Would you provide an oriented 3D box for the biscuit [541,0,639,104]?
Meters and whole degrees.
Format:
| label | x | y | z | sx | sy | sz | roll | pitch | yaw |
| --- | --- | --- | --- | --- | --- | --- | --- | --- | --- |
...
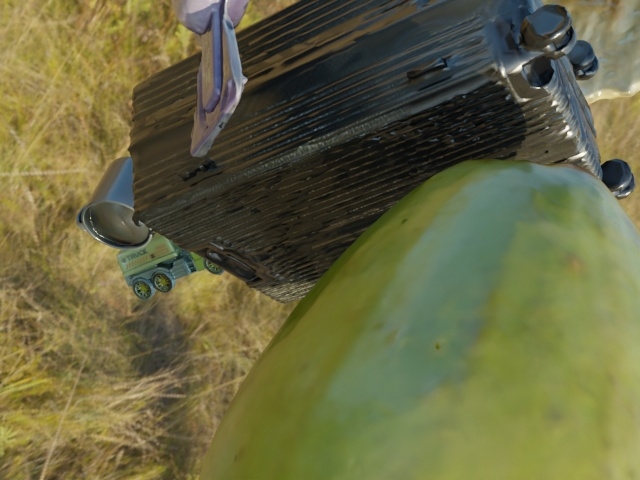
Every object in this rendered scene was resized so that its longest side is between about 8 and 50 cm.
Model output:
| label | x | y | z | sx | sy | sz | roll | pitch | yaw |
| --- | --- | --- | --- | --- | --- | --- | --- | --- | --- |
| biscuit | 0.338 | -0.265 | 1.040 | 0.040 | 0.309 | 0.204 | 29 | 54 | -53 |

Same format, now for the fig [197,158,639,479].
| label | x | y | z | sx | sy | sz | roll | pitch | yaw |
| --- | --- | --- | --- | --- | --- | --- | --- | --- | --- |
| fig | 0.079 | 0.109 | 0.402 | 0.258 | 0.258 | 0.326 | 28 | 77 | -26 |

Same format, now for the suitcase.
| label | x | y | z | sx | sy | sz | roll | pitch | yaw |
| --- | --- | --- | --- | --- | --- | --- | --- | --- | --- |
| suitcase | 0.044 | -0.085 | 0.607 | 0.229 | 0.335 | 0.152 | 38 | 40 | -52 |

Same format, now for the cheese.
| label | x | y | z | sx | sy | sz | roll | pitch | yaw |
| --- | --- | --- | --- | --- | --- | --- | --- | --- | --- |
| cheese | -0.067 | -0.155 | 0.482 | 0.042 | 0.105 | 0.190 | 2 | 71 | -24 |

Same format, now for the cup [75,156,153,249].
| label | x | y | z | sx | sy | sz | roll | pitch | yaw |
| --- | --- | --- | --- | --- | --- | --- | --- | --- | --- |
| cup | -0.224 | -0.041 | 0.856 | 0.078 | 0.100 | 0.077 | 61 | 28 | -42 |

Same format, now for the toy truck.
| label | x | y | z | sx | sy | sz | roll | pitch | yaw |
| --- | --- | --- | --- | --- | --- | --- | --- | --- | --- |
| toy truck | -0.175 | 0.001 | 0.939 | 0.100 | 0.169 | 0.077 | 64 | 27 | -13 |
